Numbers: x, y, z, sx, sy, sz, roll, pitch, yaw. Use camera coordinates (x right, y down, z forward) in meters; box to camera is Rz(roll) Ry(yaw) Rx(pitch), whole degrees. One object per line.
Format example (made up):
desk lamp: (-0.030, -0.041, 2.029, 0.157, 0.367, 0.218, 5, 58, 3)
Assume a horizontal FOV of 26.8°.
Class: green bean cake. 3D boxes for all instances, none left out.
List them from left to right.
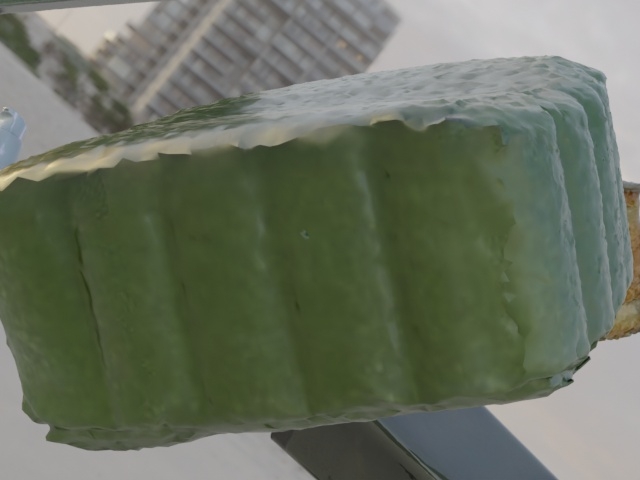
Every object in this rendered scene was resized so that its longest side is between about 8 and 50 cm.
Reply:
green bean cake: (0.000, 0.000, 0.563, 0.248, 0.125, 0.222, -6, 11, 20)

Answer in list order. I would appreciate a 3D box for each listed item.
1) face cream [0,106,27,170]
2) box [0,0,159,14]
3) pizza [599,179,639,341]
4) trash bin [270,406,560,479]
face cream: (-0.383, -0.034, 1.451, 0.101, 0.251, 0.101, 16, -30, 10)
box: (-0.184, -0.230, 0.896, 0.225, 0.117, 0.225, -5, -3, 3)
pizza: (0.214, 0.009, 1.161, 0.204, 0.188, 0.080, 14, 30, -29)
trash bin: (0.095, 0.213, 1.317, 0.164, 0.122, 0.240, -8, 40, -46)
